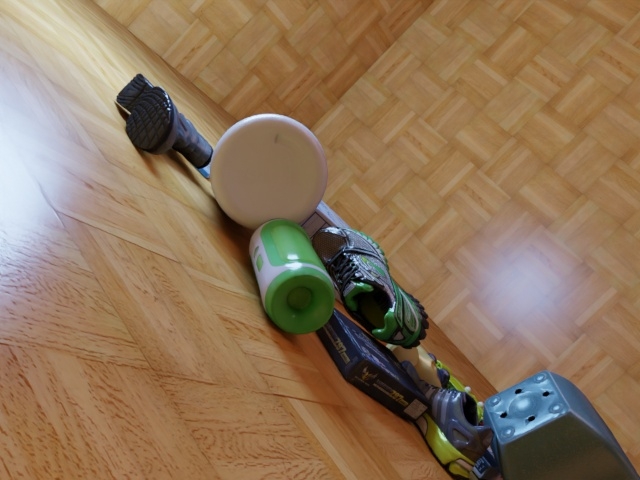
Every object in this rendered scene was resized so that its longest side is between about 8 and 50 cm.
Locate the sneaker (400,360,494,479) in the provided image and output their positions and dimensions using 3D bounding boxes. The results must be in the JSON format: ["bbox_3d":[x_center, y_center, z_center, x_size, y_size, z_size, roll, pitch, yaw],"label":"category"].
[{"bbox_3d":[0.250,0.342,1.423,0.111,0.121,0.300,40,8,-39],"label":"sneaker"}]

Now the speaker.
[{"bbox_3d":[-0.057,0.056,1.268,0.131,0.131,0.296,43,7,-22],"label":"speaker"}]

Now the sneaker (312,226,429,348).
[{"bbox_3d":[0.089,0.083,1.497,0.146,0.134,0.343,20,23,-53],"label":"sneaker"}]

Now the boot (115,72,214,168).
[{"bbox_3d":[-0.314,-0.234,1.532,0.222,0.118,0.338,43,9,-36],"label":"boot"}]

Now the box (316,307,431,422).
[{"bbox_3d":[0.099,0.242,1.378,0.232,0.059,0.183,40,7,-36],"label":"box"}]

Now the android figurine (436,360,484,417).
[{"bbox_3d":[0.415,0.461,2.051,0.273,0.056,0.248,36,11,-47],"label":"android figurine"}]

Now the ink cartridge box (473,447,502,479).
[{"bbox_3d":[0.340,0.460,1.608,0.206,0.045,0.208,50,6,34],"label":"ink cartridge box"}]

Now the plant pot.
[{"bbox_3d":[0.458,0.412,1.382,0.252,0.247,0.248,57,11,-19],"label":"plant pot"}]

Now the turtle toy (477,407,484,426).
[{"bbox_3d":[0.385,0.460,1.733,0.130,0.066,0.095,50,-1,-38],"label":"turtle toy"}]

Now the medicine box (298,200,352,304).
[{"bbox_3d":[0.000,0.000,1.893,0.289,0.149,0.263,43,7,-27],"label":"medicine box"}]

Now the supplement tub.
[{"bbox_3d":[-0.121,-0.148,1.543,0.241,0.241,0.331,44,-1,-9],"label":"supplement tub"}]

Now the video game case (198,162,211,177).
[{"bbox_3d":[-0.314,-0.207,1.800,0.119,0.015,0.166,44,6,-1],"label":"video game case"}]

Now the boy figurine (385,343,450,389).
[{"bbox_3d":[0.230,0.305,1.689,0.177,0.092,0.285,49,8,31],"label":"boy figurine"}]
